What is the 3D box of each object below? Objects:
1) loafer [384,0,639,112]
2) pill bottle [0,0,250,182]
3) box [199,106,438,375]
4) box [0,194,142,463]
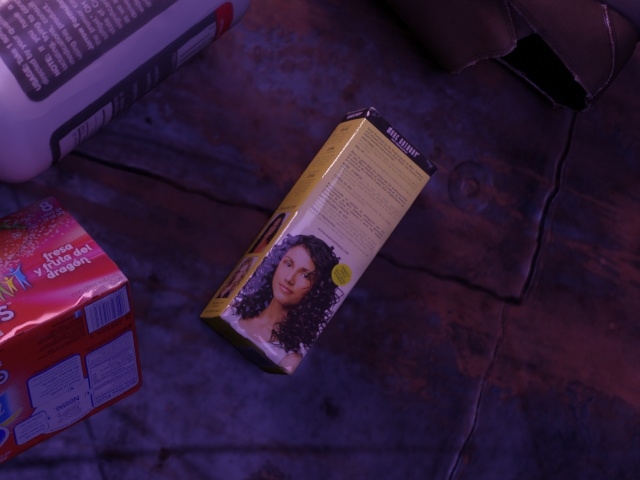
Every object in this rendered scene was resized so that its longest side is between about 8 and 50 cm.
[{"bbox_3d":[0.134,-0.214,1.461,0.365,0.134,0.130,20,79,-22],"label":"loafer"},{"bbox_3d":[-0.223,-0.156,1.278,0.318,0.176,0.176,-40,103,-20],"label":"pill bottle"},{"bbox_3d":[0.000,0.000,1.435,0.087,0.058,0.232,40,72,-17],"label":"box"},{"bbox_3d":[-0.274,0.092,1.245,0.256,0.122,0.128,-28,140,-24],"label":"box"}]
